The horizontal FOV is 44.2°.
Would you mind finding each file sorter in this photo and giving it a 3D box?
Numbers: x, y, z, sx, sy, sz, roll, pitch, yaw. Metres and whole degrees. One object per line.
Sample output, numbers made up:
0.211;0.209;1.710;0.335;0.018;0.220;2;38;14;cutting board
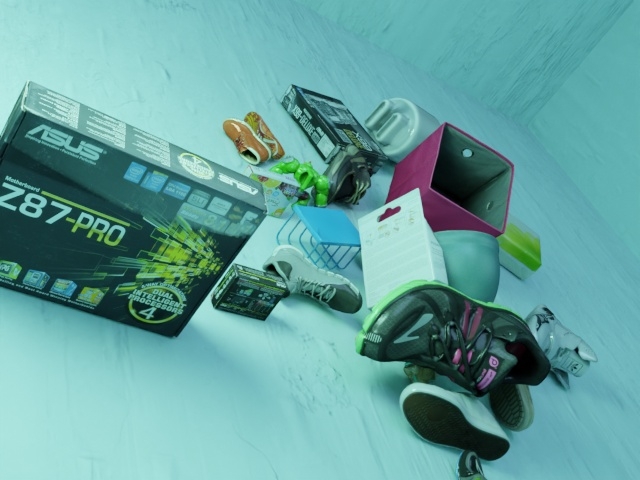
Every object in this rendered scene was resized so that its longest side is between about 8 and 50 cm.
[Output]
0.000;0.000;1.837;0.170;0.104;0.118;5;41;-49;file sorter

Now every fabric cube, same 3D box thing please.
0.352;-0.122;2.204;0.254;0.258;0.259;28;55;-15;fabric cube

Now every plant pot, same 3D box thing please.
0.288;0.121;1.852;0.293;0.293;0.196;13;62;-41;plant pot

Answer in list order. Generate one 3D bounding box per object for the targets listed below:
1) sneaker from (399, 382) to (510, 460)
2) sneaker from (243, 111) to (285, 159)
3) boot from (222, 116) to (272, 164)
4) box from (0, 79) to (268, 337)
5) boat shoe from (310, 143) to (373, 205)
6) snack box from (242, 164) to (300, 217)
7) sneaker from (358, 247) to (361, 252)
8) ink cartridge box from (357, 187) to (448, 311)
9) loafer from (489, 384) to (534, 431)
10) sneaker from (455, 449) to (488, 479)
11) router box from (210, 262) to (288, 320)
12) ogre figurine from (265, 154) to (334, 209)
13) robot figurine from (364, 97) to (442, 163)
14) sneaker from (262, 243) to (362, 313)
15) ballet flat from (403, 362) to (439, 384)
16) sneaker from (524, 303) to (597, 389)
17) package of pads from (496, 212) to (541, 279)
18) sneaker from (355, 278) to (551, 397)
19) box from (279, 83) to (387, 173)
0.258;0.351;1.613;0.290;0.106;0.123;35;19;-29;sneaker
-0.159;-0.284;2.167;0.175;0.064;0.067;59;13;27;sneaker
-0.203;-0.260;2.060;0.158;0.059;0.084;40;31;2;boot
-0.329;-0.027;1.230;0.395;0.318;0.097;23;29;-28;box
0.080;-0.172;2.185;0.130;0.132;0.355;37;27;-1;boat shoe
-0.132;-0.115;1.861;0.141;0.100;0.037;14;34;-38;snack box
0.216;0.033;2.039;0.281;0.115;0.105;13;35;-40;sneaker
0.179;0.026;1.758;0.066;0.189;0.232;28;47;-39;ink cartridge box
0.449;0.340;1.852;0.092;0.102;0.268;20;30;-21;loafer
0.310;0.474;1.488;0.067;0.078;0.188;26;28;-22;sneaker
-0.137;0.100;1.517;0.123;0.092;0.038;19;32;-34;router box
-0.052;-0.137;1.979;0.197;0.118;0.097;38;26;-1;ogre figurine
0.293;-0.351;2.634;0.353;0.200;0.300;19;34;-51;robot figurine
-0.029;0.106;1.673;0.229;0.086;0.132;31;30;10;sneaker
0.244;0.278;1.758;0.206;0.073;0.067;-17;86;-56;ballet flat
0.613;0.292;2.079;0.210;0.137;0.366;42;20;12;sneaker
0.596;-0.023;2.625;0.297;0.101;0.229;37;27;-3;package of pads
0.290;0.208;1.615;0.483;0.185;0.202;8;24;-31;sneaker
0.041;-0.348;2.481;0.243;0.076;0.307;8;39;-46;box
